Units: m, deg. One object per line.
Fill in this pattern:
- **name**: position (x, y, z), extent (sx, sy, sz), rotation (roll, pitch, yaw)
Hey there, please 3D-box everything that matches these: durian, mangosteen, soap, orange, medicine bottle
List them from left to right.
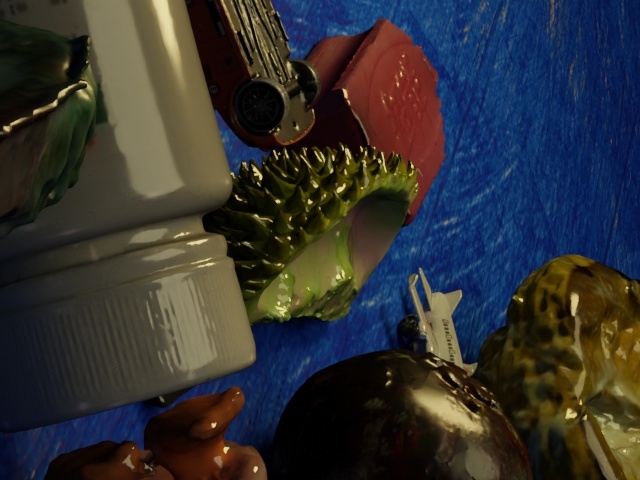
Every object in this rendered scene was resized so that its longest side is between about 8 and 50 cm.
- **medicine bottle**: position (-0.169, -0.059, 1.272), extent (0.208, 0.208, 0.339), rotation (-12, 87, -67)
- **durian**: position (0.000, 0.000, 1.712), extent (0.352, 0.158, 0.169), rotation (-8, 95, -71)
- **soap**: position (0.044, -0.121, 1.960), extent (0.162, 0.099, 0.250), rotation (59, 26, -18)
- **mangosteen**: position (0.045, 0.229, 1.637), extent (0.289, 0.231, 0.231), rotation (-54, 140, -8)
- **orange**: position (0.273, 0.198, 2.132), extent (0.271, 0.210, 0.368), rotation (31, 50, -56)

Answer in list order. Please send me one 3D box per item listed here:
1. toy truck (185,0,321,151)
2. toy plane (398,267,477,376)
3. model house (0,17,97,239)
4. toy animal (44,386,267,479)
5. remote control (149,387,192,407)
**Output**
- **toy truck**: position (-0.095, -0.192, 1.654), extent (0.252, 0.114, 0.107), rotation (69, 22, -9)
- **toy plane**: position (0.121, 0.115, 2.020), extent (0.162, 0.066, 0.171), rotation (54, 32, -41)
- **model house**: position (-0.298, 0.074, 0.871), extent (0.360, 0.297, 0.339), rotation (-45, 148, -65)
- **toy animal**: position (-0.086, 0.254, 1.347), extent (0.281, 0.195, 0.169), rotation (68, -17, -6)
- **remote control**: position (-0.152, 0.010, 1.506), extent (0.063, 0.025, 0.245), rotation (-35, 108, -65)
